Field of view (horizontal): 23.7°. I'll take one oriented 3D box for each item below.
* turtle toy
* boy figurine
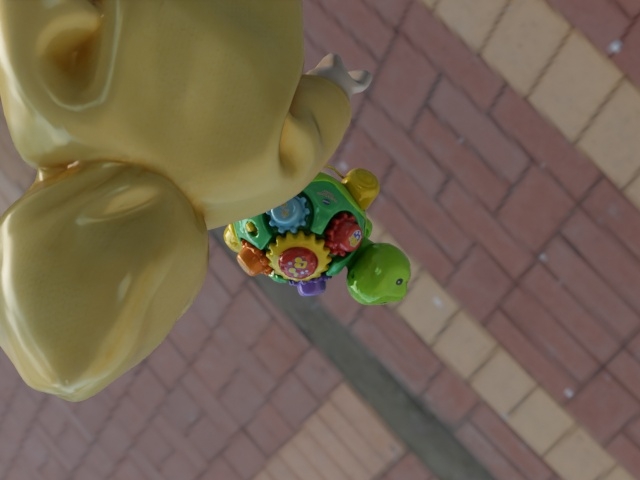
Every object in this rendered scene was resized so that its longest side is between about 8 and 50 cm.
[{"bbox_3d":[0.000,0.000,0.984,0.130,0.066,0.095,21,130,-17],"label":"turtle toy"},{"bbox_3d":[-0.057,-0.072,0.611,0.177,0.285,0.092,18,168,-32],"label":"boy figurine"}]
